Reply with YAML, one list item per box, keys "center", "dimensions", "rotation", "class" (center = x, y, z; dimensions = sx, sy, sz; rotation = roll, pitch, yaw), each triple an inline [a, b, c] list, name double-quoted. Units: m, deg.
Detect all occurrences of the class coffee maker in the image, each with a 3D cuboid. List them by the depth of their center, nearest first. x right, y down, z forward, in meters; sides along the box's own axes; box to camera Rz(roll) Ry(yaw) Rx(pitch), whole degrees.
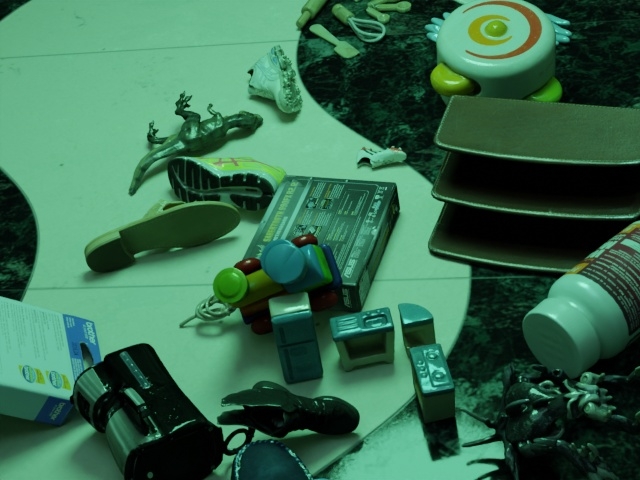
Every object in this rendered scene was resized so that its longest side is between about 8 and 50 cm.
- center: [-0.204, 0.224, 1.557]
  dimensions: [0.171, 0.120, 0.178]
  rotation: [4, 28, -38]
  class: "coffee maker"

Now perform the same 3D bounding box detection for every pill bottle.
- center: [0.370, 0.076, 1.582]
  dimensions: [0.221, 0.121, 0.121]
  rotation: [-33, 45, -25]
  class: "pill bottle"

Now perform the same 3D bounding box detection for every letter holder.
- center: [0.311, -0.076, 1.754]
  dimensions: [0.302, 0.152, 0.214]
  rotation: [7, 45, 20]
  class: "letter holder"

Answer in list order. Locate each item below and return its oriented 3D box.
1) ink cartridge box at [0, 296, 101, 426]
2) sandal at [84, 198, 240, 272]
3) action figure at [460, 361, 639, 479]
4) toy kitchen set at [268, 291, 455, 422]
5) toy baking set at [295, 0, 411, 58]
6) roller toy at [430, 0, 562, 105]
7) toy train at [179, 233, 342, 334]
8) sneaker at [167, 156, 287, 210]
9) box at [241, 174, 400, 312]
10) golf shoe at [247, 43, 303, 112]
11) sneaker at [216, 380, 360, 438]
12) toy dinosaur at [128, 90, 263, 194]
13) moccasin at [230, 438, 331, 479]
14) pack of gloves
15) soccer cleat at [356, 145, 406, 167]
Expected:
- center: [-0.439, 0.146, 1.634]
  dimensions: [0.311, 0.065, 0.186]
  rotation: [16, 30, -30]
  class: "ink cartridge box"
- center: [-0.246, -0.030, 1.868]
  dimensions: [0.240, 0.088, 0.079]
  rotation: [-19, 46, -3]
  class: "sandal"
- center: [0.307, 0.209, 1.435]
  dimensions: [0.275, 0.141, 0.164]
  rotation: [-20, 42, 31]
  class: "action figure"
- center: [0.052, 0.150, 1.563]
  dimensions: [0.207, 0.122, 0.166]
  rotation: [-12, 40, -1]
  class: "toy kitchen set"
- center: [0.056, -0.429, 2.316]
  dimensions: [0.196, 0.030, 0.256]
  rotation: [14, 46, 26]
  class: "toy baking set"
- center: [0.282, -0.296, 2.002]
  dimensions: [0.209, 0.146, 0.191]
  rotation: [-3, 49, 6]
  class: "roller toy"
- center: [-0.106, 0.071, 1.650]
  dimensions: [0.248, 0.143, 0.105]
  rotation: [-22, 76, 13]
  class: "toy train"
- center: [-0.145, -0.096, 1.943]
  dimensions: [0.208, 0.081, 0.094]
  rotation: [13, 29, 25]
  class: "sneaker"
- center: [0.000, 0.000, 1.803]
  dimensions: [0.183, 0.056, 0.231]
  rotation: [4, 42, 18]
  class: "box"
- center: [-0.083, -0.264, 2.142]
  dimensions: [0.086, 0.069, 0.176]
  rotation: [-28, 36, 11]
  class: "golf shoe"
- center: [-0.037, 0.217, 1.512]
  dimensions: [0.170, 0.051, 0.089]
  rotation: [16, 17, 1]
  class: "sneaker"
- center: [-0.230, -0.179, 2.064]
  dimensions: [0.268, 0.064, 0.118]
  rotation: [-31, 50, -18]
  class: "toy dinosaur"
- center: [-0.015, 0.332, 1.367]
  dimensions: [0.137, 0.117, 0.342]
  rotation: [-22, 41, -13]
  class: "moccasin"
- center: [0.315, -0.361, 2.184]
  dimensions: [0.232, 0.046, 0.195]
  rotation: [33, 56, 27]
  class: "pack of gloves"
- center: [0.096, -0.130, 1.959]
  dimensions: [0.083, 0.029, 0.035]
  rotation: [5, 51, 22]
  class: "soccer cleat"
